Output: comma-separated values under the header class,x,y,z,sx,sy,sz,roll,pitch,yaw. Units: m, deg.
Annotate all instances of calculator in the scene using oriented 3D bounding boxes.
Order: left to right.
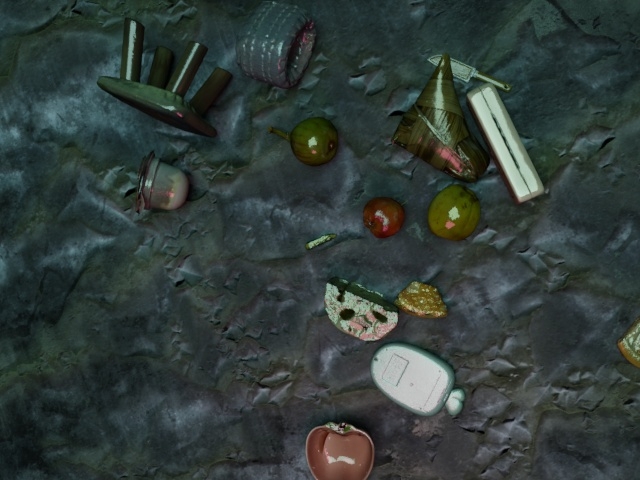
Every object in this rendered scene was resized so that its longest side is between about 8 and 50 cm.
class,x,y,z,sx,sy,sz,roll,pitch,yaw
calculator,0.285,0.413,1.845,0.295,0.042,0.184,27,96,12

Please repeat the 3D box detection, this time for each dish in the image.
class,x,y,z,sx,sy,sz,roll,pitch,yaw
dish,0.065,0.622,1.873,0.213,0.090,0.214,1,93,13

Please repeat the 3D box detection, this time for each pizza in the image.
class,x,y,z,sx,sy,sz,roll,pitch,yaw
pizza,0.295,0.176,1.835,0.159,0.036,0.099,13,67,7
pizza,0.941,0.239,1.702,0.181,0.034,0.262,30,96,11

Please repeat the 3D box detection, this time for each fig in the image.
class,x,y,z,sx,sy,sz,roll,pitch,yaw
fig,-0.038,-0.291,1.875,0.186,0.147,0.142,3,109,50

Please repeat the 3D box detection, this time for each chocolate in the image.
class,x,y,z,sx,sy,sz,roll,pitch,yaw
chocolate,-0.485,-0.164,1.950,0.147,0.221,0.222,14,94,-2

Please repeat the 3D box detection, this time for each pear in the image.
class,x,y,z,sx,sy,sz,roll,pitch,yaw
pear,0.377,-0.076,1.767,0.148,0.149,0.162,27,103,11

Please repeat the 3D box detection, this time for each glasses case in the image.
class,x,y,z,sx,sy,sz,roll,pitch,yaw
glasses case,0.507,-0.265,1.740,0.076,0.144,0.337,-25,84,10

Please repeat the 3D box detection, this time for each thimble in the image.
class,x,y,z,sx,sy,sz,roll,pitch,yaw
thimble,-0.131,-0.577,1.847,0.172,0.205,0.237,23,92,13

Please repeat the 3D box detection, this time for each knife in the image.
class,x,y,z,sx,sy,sz,roll,pitch,yaw
knife,0.428,-0.481,1.817,0.256,0.022,0.046,27,100,11

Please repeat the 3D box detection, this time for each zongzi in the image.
class,x,y,z,sx,sy,sz,roll,pitch,yaw
zongzi,0.377,-0.332,1.741,0.285,0.134,0.288,31,119,6

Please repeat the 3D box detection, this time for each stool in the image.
class,x,y,z,sx,sy,sz,roll,pitch,yaw
stool,-0.446,-0.471,1.871,0.310,0.310,0.226,23,91,10

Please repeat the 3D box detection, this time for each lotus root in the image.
class,x,y,z,sx,sy,sz,roll,pitch,yaw
lotus root,0.113,0.205,1.844,0.234,0.119,0.138,30,96,9

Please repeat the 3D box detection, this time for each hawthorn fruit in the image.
class,x,y,z,sx,sy,sz,roll,pitch,yaw
hawthorn fruit,0.188,-0.067,1.832,0.125,0.140,0.125,11,107,41

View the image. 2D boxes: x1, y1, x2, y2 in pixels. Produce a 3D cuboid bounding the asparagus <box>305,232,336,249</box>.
class,x,y,z,sx,sy,sz,roll,pitch,yaw
asparagus,0.000,0.001,1.916,0.108,0.021,0.025,-22,85,12
